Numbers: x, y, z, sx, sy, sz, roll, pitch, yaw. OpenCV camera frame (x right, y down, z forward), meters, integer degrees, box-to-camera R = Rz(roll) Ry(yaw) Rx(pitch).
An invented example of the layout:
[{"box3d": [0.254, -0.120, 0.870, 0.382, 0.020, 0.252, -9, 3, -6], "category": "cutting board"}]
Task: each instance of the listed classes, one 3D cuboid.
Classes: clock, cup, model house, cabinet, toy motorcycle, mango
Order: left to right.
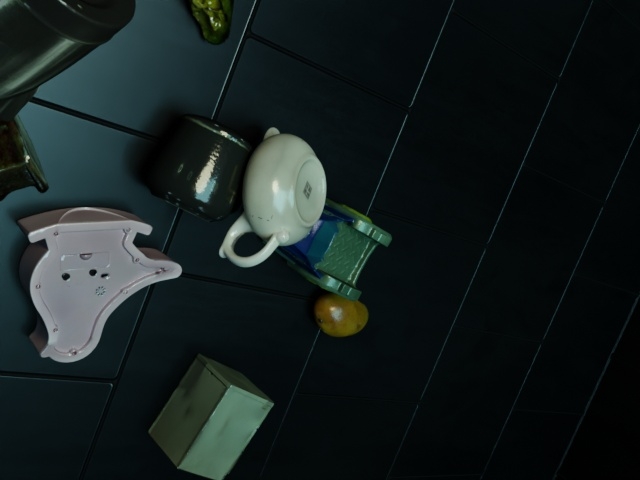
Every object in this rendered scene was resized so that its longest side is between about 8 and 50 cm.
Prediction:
[{"box3d": [-0.538, -0.139, 1.223, 0.152, 0.106, 0.165, -23, 88, -16], "category": "model house"}, {"box3d": [-0.407, 0.075, 1.433, 0.290, 0.080, 0.275, -8, 115, -36], "category": "clock"}, {"box3d": [-0.211, -0.129, 1.451, 0.223, 0.169, 0.176, 28, 84, -58], "category": "cup"}, {"box3d": [-0.238, 0.388, 1.675, 0.150, 0.145, 0.206, 35, 87, -44], "category": "cabinet"}, {"box3d": [0.000, 0.000, 1.654, 0.326, 0.200, 0.191, 27, 92, -45], "category": "toy motorcycle"}, {"box3d": [0.048, 0.180, 1.857, 0.165, 0.089, 0.115, 42, 72, -46], "category": "mango"}]

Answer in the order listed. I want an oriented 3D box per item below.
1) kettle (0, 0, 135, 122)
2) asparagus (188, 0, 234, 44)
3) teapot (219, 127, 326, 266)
[{"box3d": [-0.479, -0.340, 1.059, 0.324, 0.228, 0.321, -28, 117, 25], "category": "kettle"}, {"box3d": [-0.186, -0.523, 1.308, 0.108, 0.128, 0.382, 6, 112, -3], "category": "asparagus"}, {"box3d": [-0.088, -0.082, 1.451, 0.299, 0.166, 0.208, -61, 158, -24], "category": "teapot"}]
